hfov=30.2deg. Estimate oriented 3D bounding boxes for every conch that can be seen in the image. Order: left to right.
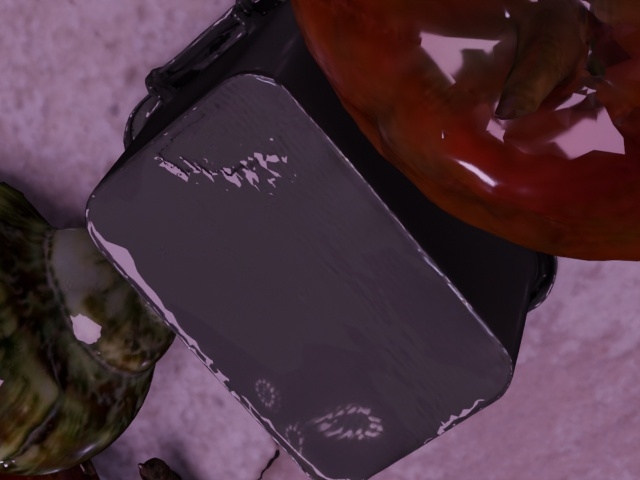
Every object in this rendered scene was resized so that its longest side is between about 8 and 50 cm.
[{"bbox_3d":[-0.171,0.037,0.659,0.181,0.124,0.187,-11,78,-21],"label":"conch"}]

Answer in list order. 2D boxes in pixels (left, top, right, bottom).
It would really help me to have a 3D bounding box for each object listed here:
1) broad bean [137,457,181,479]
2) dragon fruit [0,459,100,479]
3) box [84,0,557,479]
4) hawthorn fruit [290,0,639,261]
[{"bbox_3d":[-0.104,0.264,0.791,0.075,0.067,0.325,-1,115,-21],"label":"broad bean"},{"bbox_3d":[-0.234,0.170,0.750,0.246,0.125,0.125,-7,81,35],"label":"dragon fruit"},{"bbox_3d":[0.000,0.000,0.609,0.163,0.135,0.243,-35,102,23],"label":"box"},{"bbox_3d":[0.109,-0.111,0.439,0.277,0.298,0.277,15,124,23],"label":"hawthorn fruit"}]
